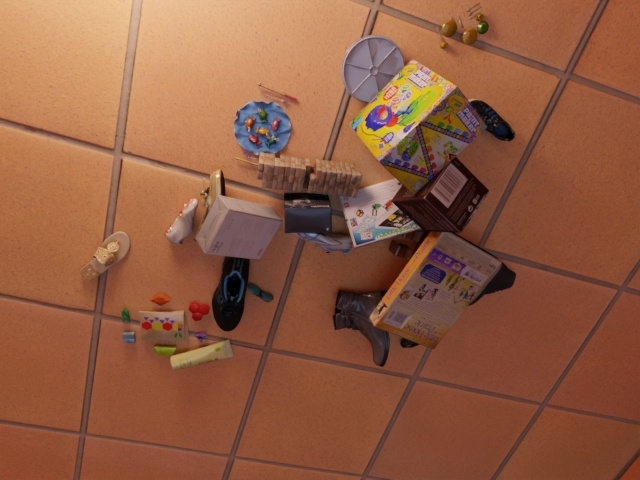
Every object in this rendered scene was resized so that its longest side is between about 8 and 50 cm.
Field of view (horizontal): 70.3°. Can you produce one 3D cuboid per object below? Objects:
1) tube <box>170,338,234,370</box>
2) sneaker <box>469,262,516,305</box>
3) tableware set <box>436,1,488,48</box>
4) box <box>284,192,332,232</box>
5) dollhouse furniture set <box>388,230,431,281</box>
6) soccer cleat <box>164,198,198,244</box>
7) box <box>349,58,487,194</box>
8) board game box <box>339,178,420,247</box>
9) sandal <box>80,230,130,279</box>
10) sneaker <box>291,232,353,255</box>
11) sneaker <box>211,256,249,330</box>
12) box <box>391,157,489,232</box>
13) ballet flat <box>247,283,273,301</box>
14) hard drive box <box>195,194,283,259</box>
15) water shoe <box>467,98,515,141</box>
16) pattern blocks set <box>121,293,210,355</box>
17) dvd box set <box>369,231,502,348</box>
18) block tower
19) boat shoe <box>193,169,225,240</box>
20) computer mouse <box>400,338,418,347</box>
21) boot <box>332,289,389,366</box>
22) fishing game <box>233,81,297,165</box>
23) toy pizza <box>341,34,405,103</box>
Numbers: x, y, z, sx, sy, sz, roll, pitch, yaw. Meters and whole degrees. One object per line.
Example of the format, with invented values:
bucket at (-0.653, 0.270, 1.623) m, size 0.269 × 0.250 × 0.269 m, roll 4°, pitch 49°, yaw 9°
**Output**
tube at (-0.478, 0.465, 1.835) m, size 0.241 × 0.062 × 0.070 m, roll -13°, pitch 159°, yaw -10°
sneaker at (0.662, 0.188, 1.778) m, size 0.118 × 0.083 × 0.222 m, roll 31°, pitch 108°, yaw -18°
tableware set at (0.436, -0.646, 1.395) m, size 0.154 × 0.024 × 0.104 m, roll -31°, pitch 117°, yaw 9°
box at (-0.045, -0.096, 1.544) m, size 0.156 × 0.158 × 0.093 m, roll -1°, pitch 115°, yaw -5°
dollhouse furniture set at (0.375, 0.075, 1.699) m, size 0.262 × 0.135 × 0.258 m, roll 19°, pitch 101°, yaw -13°
soccer cleat at (-0.467, -0.066, 1.581) m, size 0.076 × 0.068 × 0.196 m, roll 31°, pitch 117°, yaw -23°
box at (0.278, -0.345, 1.361) m, size 0.279 × 0.289 × 0.177 m, roll -44°, pitch 125°, yaw 15°
board game box at (0.237, -0.107, 1.570) m, size 0.306 × 0.053 × 0.192 m, roll -16°, pitch 84°, yaw 3°
sandal at (-0.769, 0.071, 1.611) m, size 0.240 × 0.079 × 0.088 m, roll -40°, pitch 112°, yaw 14°
sneaker at (0.000, 0.000, 1.635) m, size 0.238 × 0.085 × 0.086 m, roll 14°, pitch 109°, yaw -10°
sneaker at (-0.339, 0.210, 1.679) m, size 0.125 × 0.139 × 0.340 m, roll 7°, pitch 116°, yaw -10°
box at (0.367, -0.138, 1.411) m, size 0.167 × 0.203 × 0.168 m, roll 39°, pitch 80°, yaw -17°
ballet flat at (-0.236, 0.206, 1.743) m, size 0.114 × 0.041 × 0.041 m, roll 31°, pitch 109°, yaw -16°
hard drive box at (-0.271, -0.037, 1.531) m, size 0.232 × 0.089 × 0.181 m, roll 11°, pitch 119°, yaw -47°
water shoe at (0.558, -0.397, 1.490) m, size 0.203 × 0.080 × 0.072 m, roll 27°, pitch 110°, yaw -16°
pattern blocks set at (-0.609, 0.333, 1.778) m, size 0.326 × 0.026 × 0.285 m, roll 11°, pitch 115°, yaw -10°
dvd box set at (0.410, 0.177, 1.620) m, size 0.308 × 0.062 × 0.420 m, roll 25°, pitch 107°, yaw -26°
block tower at (-0.039, -0.217, 1.512) m, size 0.336 × 0.097 × 0.090 m, roll 7°, pitch 125°, yaw -8°
boat shoe at (-0.378, -0.107, 1.543) m, size 0.090 × 0.104 × 0.284 m, roll 9°, pitch 117°, yaw -7°
computer mouse at (0.391, 0.327, 1.830) m, size 0.189 × 0.072 × 0.272 m, roll -19°, pitch 116°, yaw 6°
boot at (0.159, 0.345, 1.811) m, size 0.223 × 0.118 × 0.337 m, roll -2°, pitch 105°, yaw 0°
fishing game at (-0.188, -0.363, 1.471) m, size 0.189 × 0.041 × 0.263 m, roll 20°, pitch 112°, yaw -16°
toy pizza at (0.163, -0.533, 1.420) m, size 0.202 × 0.032 × 0.201 m, roll -3°, pitch 115°, yaw -6°
